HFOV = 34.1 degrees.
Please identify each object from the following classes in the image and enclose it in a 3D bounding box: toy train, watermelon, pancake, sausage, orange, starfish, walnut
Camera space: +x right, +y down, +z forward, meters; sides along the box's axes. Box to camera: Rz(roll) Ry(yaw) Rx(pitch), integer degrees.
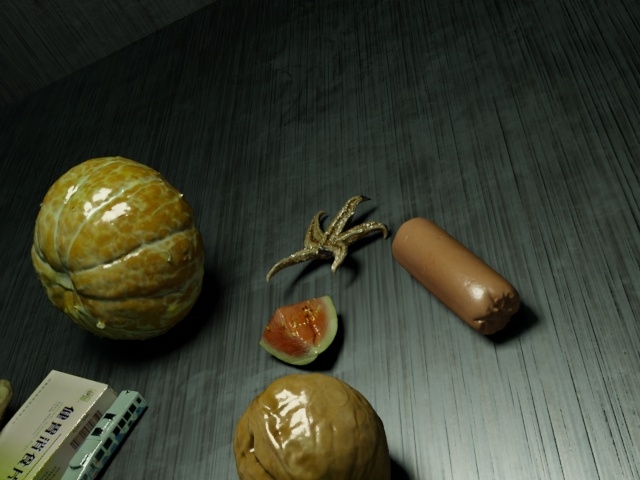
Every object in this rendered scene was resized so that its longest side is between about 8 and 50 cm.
[{"bbox_3d":[-0.350,0.327,1.651,0.043,0.047,0.207,-4,41,39],"label":"toy train"},{"bbox_3d":[-0.046,0.137,1.599,0.135,0.094,0.125,-21,42,26],"label":"watermelon"},{"bbox_3d":[-0.603,0.346,1.804,0.242,0.050,0.242,-48,14,16],"label":"pancake"},{"bbox_3d":[0.190,0.046,1.524,0.086,0.086,0.289,-36,34,-6],"label":"sausage"},{"bbox_3d":[-0.350,0.019,1.803,0.329,0.329,0.249,5,32,45],"label":"orange"},{"bbox_3d":[0.004,0.006,1.767,0.238,0.057,0.213,-35,24,-11],"label":"starfish"},{"bbox_3d":[-0.010,0.273,1.303,0.195,0.195,0.221,-29,34,6],"label":"walnut"}]

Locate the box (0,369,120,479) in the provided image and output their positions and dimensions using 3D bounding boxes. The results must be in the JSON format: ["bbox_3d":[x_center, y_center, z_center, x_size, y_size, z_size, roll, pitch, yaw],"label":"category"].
[{"bbox_3d":[-0.461,0.340,1.715,0.175,0.062,0.260,5,48,45],"label":"box"}]
